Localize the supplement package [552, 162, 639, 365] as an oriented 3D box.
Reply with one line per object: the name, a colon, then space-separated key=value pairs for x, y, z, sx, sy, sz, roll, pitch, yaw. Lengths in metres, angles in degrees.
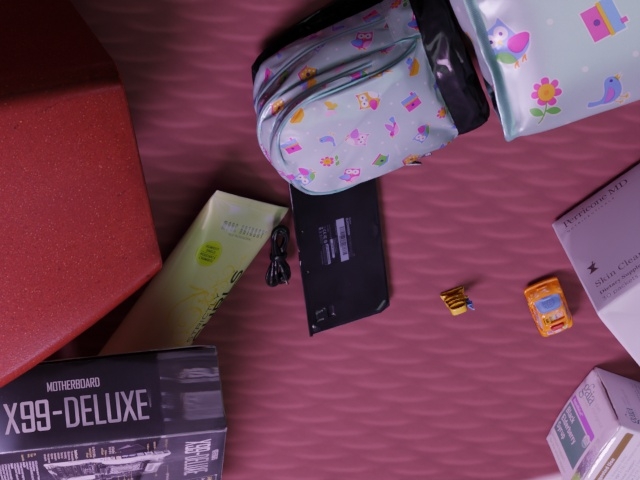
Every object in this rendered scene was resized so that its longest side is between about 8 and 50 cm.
supplement package: x=0.374 y=0.011 z=1.699 sx=0.262 sy=0.145 sz=0.204 roll=-36 pitch=122 yaw=11

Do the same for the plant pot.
plant pot: x=-0.266 y=-0.052 z=1.480 sx=0.236 sy=0.267 sz=0.267 roll=-18 pitch=124 yaw=-14

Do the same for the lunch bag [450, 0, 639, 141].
lunch bag: x=0.200 y=-0.239 z=1.506 sx=0.223 sy=0.160 sz=0.262 roll=-17 pitch=112 yaw=5

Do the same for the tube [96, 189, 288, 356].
tube: x=-0.124 y=0.056 z=1.678 sx=0.062 sy=0.070 sz=0.240 roll=35 pitch=108 yaw=-5

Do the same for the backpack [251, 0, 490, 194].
backpack: x=0.033 y=-0.119 z=1.570 sx=0.182 sy=0.115 sz=0.152 roll=-21 pitch=126 yaw=6

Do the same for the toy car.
toy car: x=0.171 y=0.071 z=1.757 sx=0.122 sy=0.040 sz=0.060 roll=-7 pitch=122 yaw=-7

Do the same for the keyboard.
keyboard: x=0.000 y=0.000 z=1.687 sx=0.108 sy=0.023 sz=0.180 roll=-17 pitch=123 yaw=-15

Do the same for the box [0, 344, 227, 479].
box: x=-0.205 y=0.184 z=1.637 sx=0.242 sy=0.076 sz=0.307 roll=-6 pitch=157 yaw=-7

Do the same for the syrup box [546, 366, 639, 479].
syrup box: x=0.341 y=0.212 z=1.848 sx=0.237 sy=0.093 sz=0.096 roll=19 pitch=116 yaw=-21
